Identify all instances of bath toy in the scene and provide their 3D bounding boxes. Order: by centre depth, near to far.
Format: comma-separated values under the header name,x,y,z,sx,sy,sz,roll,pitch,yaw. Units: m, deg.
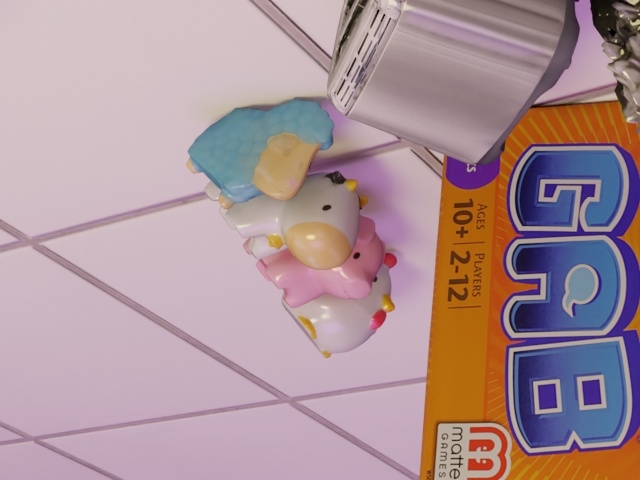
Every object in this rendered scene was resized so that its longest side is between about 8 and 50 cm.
name,x,y,z,sx,sy,sz,roll,pitch,yaw
bath toy,0.000,0.000,1.341,0.129,0.151,0.348,-38,146,-6

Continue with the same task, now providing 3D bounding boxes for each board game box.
name,x,y,z,sx,sy,sz,roll,pitch,yaw
board game box,0.308,0.117,1.225,0.356,0.356,0.356,-3,150,17

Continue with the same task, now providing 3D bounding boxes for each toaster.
name,x,y,z,sx,sy,sz,roll,pitch,yaw
toaster,0.096,-0.156,1.005,0.146,0.129,0.227,15,153,-9

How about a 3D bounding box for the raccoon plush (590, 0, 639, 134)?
name,x,y,z,sx,sy,sz,roll,pitch,yaw
raccoon plush,0.334,-0.188,0.715,0.216,0.446,0.299,46,134,4
